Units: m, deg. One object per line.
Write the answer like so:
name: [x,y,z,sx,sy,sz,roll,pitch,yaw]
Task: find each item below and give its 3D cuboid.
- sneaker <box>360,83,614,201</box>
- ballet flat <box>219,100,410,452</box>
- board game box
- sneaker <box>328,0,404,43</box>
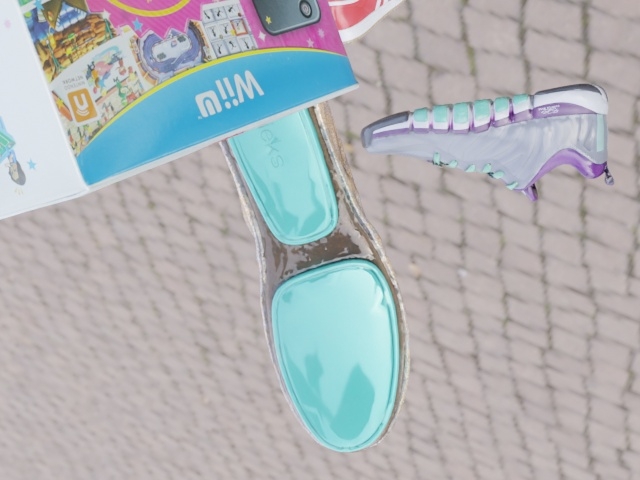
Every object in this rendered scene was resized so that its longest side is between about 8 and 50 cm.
sneaker: [0.146,-0.077,1.266,0.224,0.098,0.083,-7,-176,17]
ballet flat: [0.000,0.000,1.050,0.108,0.106,0.316,-10,109,6]
board game box: [-0.122,-0.184,0.706,0.098,0.224,0.303,-14,99,38]
sneaker: [0.034,-0.210,1.129,0.042,0.118,0.067,3,125,30]
